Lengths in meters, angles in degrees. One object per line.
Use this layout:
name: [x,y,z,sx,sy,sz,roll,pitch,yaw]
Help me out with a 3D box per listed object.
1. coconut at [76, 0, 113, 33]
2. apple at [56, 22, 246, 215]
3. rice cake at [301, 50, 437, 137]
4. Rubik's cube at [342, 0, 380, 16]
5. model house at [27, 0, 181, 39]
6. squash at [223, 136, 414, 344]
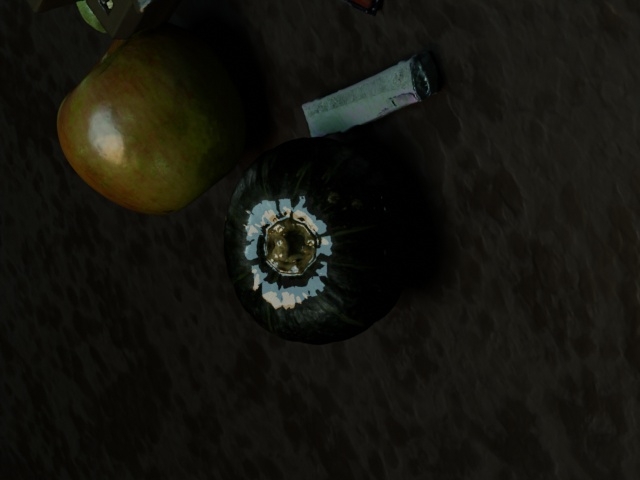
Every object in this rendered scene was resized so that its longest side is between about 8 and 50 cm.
coconut: [-0.226,-0.267,1.992,0.096,0.088,0.088,-20,91,54]
apple: [-0.169,-0.123,1.890,0.196,0.196,0.196,35,136,43]
rice cake: [0.042,-0.130,1.704,0.211,0.034,0.043,-17,91,59]
Rubik's cube: [-0.006,-0.348,1.642,0.190,0.211,0.178,-50,39,22]
model house: [-0.175,-0.329,1.751,0.204,0.211,0.243,60,148,11]
squash: [-0.003,0.000,1.730,0.193,0.156,0.193,4,112,10]
